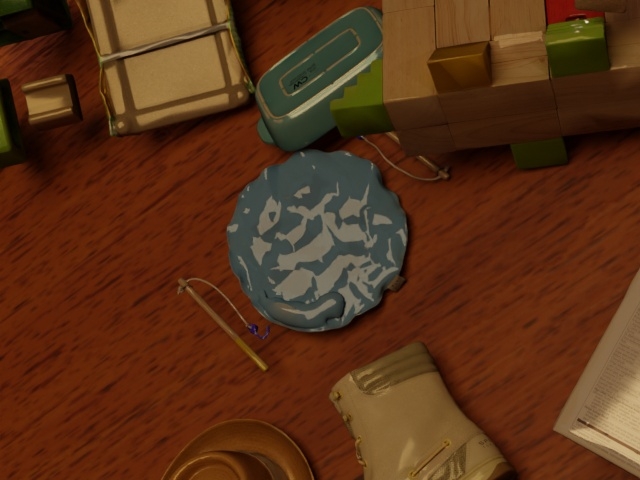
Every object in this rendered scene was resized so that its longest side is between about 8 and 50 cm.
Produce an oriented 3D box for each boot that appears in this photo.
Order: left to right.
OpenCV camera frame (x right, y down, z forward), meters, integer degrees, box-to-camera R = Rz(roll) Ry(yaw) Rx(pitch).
[{"bbox_3d":[0.046,0.206,1.221,0.213,0.077,0.165,-37,61,6],"label":"boot"}]

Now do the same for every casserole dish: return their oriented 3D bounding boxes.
[{"bbox_3d":[0.007,-0.167,1.366,0.188,0.037,0.114,-36,42,9],"label":"casserole dish"}]

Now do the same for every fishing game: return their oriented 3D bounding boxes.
[{"bbox_3d":[0.000,0.000,1.337,0.189,0.041,0.264,39,87,24],"label":"fishing game"}]

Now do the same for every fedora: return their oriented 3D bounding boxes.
[{"bbox_3d":[-0.097,0.256,1.276,0.194,0.079,0.194,-9,70,25],"label":"fedora"}]

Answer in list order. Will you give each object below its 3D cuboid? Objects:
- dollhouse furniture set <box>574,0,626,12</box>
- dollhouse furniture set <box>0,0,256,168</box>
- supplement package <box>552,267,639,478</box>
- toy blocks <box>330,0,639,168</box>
[{"bbox_3d":[0.234,-0.327,1.131,0.259,0.135,0.262,7,52,15],"label":"dollhouse furniture set"},{"bbox_3d":[-0.226,-0.203,1.505,0.301,0.151,0.197,-13,88,4],"label":"dollhouse furniture set"},{"bbox_3d":[0.316,0.085,1.089,0.139,0.134,0.244,29,88,32],"label":"supplement package"},{"bbox_3d":[0.205,-0.227,1.241,0.381,0.191,0.261,-6,61,14],"label":"toy blocks"}]
